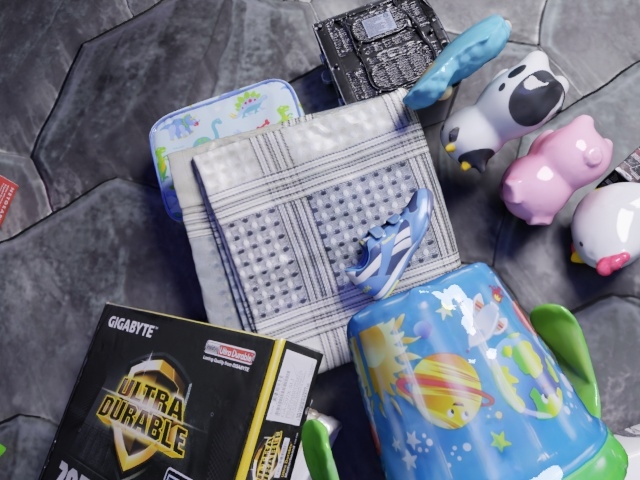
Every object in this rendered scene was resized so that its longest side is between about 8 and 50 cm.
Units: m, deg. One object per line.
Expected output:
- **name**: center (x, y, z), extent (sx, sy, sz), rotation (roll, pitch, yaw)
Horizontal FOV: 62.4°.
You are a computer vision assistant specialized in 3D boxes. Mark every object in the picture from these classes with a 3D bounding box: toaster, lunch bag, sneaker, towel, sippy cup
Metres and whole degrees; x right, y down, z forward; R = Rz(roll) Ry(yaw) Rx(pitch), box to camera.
- **toaster**: center (0.097, -0.242, 0.735), extent (0.185, 0.110, 0.168), rotation (-21, 74, 0)
- **lunch bag**: center (-0.115, -0.118, 0.733), extent (0.218, 0.090, 0.176), rotation (-20, 74, 0)
- **sneaker**: center (0.081, -0.002, 0.609), extent (0.059, 0.053, 0.144), rotation (30, 89, -1)
- **towel**: center (0.000, 0.000, 0.649), extent (0.324, 0.056, 0.312), rotation (-17, 95, 0)
- **sippy cup**: center (0.139, 0.152, 0.538), extent (0.240, 0.305, 0.224), rotation (-29, 78, 26)

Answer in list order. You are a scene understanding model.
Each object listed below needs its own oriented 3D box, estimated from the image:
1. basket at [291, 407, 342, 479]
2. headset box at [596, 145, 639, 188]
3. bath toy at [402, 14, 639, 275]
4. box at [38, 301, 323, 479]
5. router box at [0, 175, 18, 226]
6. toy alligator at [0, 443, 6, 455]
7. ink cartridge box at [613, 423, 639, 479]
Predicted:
- **basket**: center (-0.060, 0.262, 0.606), extent (0.103, 0.113, 0.167), rotation (25, 78, 15)
- **headset box**: center (0.408, -0.096, 0.684), extent (0.083, 0.062, 0.032), rotation (-39, 74, -6)
- **bath toy**: center (0.257, -0.086, 0.624), extent (0.348, 0.151, 0.129), rotation (42, 57, -8)
- **box**: center (-0.168, 0.212, 0.570), extent (0.322, 0.079, 0.257), rotation (3, 72, 41)
- **router box**: center (-0.642, -0.126, 0.684), extent (0.335, 0.301, 0.082), rotation (13, 75, 10)
- **toy alligator**: center (-0.486, 0.303, 0.675), extent (0.189, 0.056, 0.051), rotation (-33, 31, -2)
- **ink cartridge box**: center (0.362, 0.304, 0.545), extent (0.272, 0.115, 0.198), rotation (-20, 73, 0)
